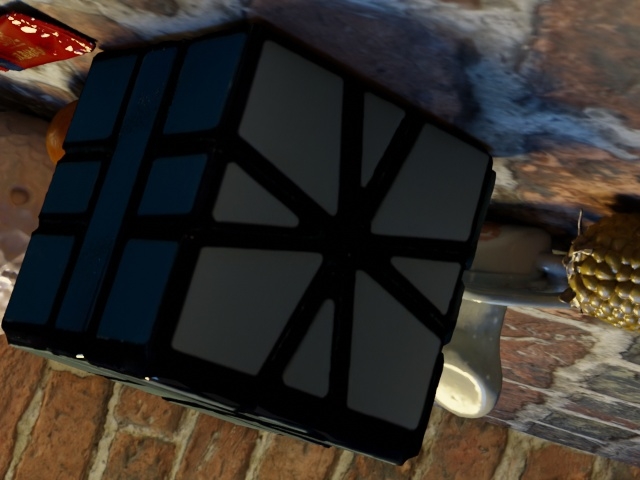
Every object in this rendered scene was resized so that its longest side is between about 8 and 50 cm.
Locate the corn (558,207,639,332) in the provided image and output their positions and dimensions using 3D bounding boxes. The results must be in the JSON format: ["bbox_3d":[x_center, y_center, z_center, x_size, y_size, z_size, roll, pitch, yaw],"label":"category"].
[{"bbox_3d":[0.360,0.041,1.129,0.305,0.106,0.106,9,167,23],"label":"corn"}]

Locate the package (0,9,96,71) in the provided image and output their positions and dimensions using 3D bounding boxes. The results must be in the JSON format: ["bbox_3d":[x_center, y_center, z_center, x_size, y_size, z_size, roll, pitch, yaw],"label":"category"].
[{"bbox_3d":[-0.286,-0.181,1.228,0.083,0.022,0.200,24,166,-34],"label":"package"}]

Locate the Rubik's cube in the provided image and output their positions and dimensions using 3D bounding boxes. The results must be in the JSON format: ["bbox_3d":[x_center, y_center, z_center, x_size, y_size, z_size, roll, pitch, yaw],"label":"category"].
[{"bbox_3d":[-0.060,0.009,1.139,0.294,0.288,0.283,22,168,-32],"label":"Rubik's cube"}]

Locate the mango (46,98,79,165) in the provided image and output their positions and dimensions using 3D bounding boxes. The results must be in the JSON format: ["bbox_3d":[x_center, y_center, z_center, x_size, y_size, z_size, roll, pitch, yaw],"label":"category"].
[{"bbox_3d":[-0.201,-0.094,1.339,0.141,0.102,0.217,-4,-172,-32],"label":"mango"}]

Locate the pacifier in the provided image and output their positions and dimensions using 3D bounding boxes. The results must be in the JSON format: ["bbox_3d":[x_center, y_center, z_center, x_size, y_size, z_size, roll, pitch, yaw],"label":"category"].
[{"bbox_3d":[0.164,0.082,1.370,0.279,0.207,0.227,9,-176,39],"label":"pacifier"}]

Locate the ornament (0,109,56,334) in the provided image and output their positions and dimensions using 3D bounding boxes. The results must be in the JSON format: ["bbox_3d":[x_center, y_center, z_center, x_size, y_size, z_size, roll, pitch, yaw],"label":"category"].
[{"bbox_3d":[-0.367,-0.022,1.526,0.260,0.259,0.225,16,171,9],"label":"ornament"}]
